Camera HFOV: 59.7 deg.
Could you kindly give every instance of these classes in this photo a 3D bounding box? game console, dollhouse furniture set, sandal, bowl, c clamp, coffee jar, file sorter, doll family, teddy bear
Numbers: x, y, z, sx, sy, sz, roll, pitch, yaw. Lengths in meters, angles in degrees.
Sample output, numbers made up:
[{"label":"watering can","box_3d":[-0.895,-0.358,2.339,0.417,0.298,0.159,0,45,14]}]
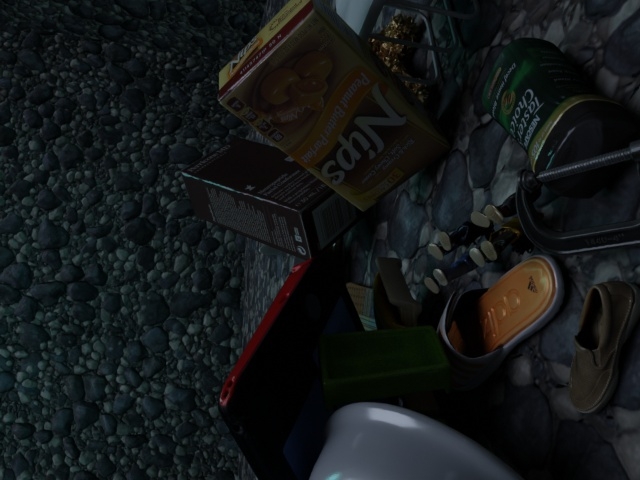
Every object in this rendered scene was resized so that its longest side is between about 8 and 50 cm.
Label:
[{"label":"game console","box_3d":[0.018,0.248,0.774,0.387,0.060,0.342,66,-157,-20]},{"label":"dollhouse furniture set","box_3d":[0.074,0.174,0.802,0.301,0.151,0.198,-100,3,-64]},{"label":"sandal","box_3d":[0.191,0.098,0.685,0.265,0.076,0.102,112,157,-50]},{"label":"bowl","box_3d":[0.090,0.320,0.562,0.134,0.297,0.298,-44,-16,-40]},{"label":"c clamp","box_3d":[0.238,-0.050,0.488,0.160,0.137,0.022,-22,17,49]},{"label":"coffee jar","box_3d":[0.238,-0.128,0.573,0.184,0.079,0.096,-103,23,-48]},{"label":"file sorter","box_3d":[0.146,-0.396,0.812,0.278,0.173,0.193,120,152,-57]},{"label":"doll family","box_3d":[0.196,-0.003,0.653,0.076,0.111,0.193,59,145,4]},{"label":"teddy bear","box_3d":[0.107,-0.291,1.048,0.245,0.113,0.338,122,149,-55]}]

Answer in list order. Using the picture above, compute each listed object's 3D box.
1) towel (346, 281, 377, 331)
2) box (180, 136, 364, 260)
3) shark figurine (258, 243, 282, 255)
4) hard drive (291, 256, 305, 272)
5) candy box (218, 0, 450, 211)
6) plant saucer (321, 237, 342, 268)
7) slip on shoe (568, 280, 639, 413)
[{"label":"towel","box_3d":[0.085,0.277,1.101,0.271,0.040,0.371,-176,93,-74]},{"label":"box","box_3d":[-0.111,-0.105,1.248,0.381,0.191,0.143,18,135,37]},{"label":"shark figurine","box_3d":[-0.026,-0.069,1.409,0.116,0.166,0.278,29,97,46]},{"label":"hard drive","box_3d":[-0.057,0.113,1.372,0.307,0.040,0.203,116,161,-80]},{"label":"candy box","box_3d":[0.027,-0.192,0.832,0.183,0.316,0.088,-36,40,26]},{"label":"plant saucer","box_3d":[0.000,0.000,1.490,0.278,0.041,0.278,-175,90,-76]},{"label":"slip on shoe","box_3d":[0.254,0.100,0.519,0.051,0.041,0.135,-115,33,-61]}]
